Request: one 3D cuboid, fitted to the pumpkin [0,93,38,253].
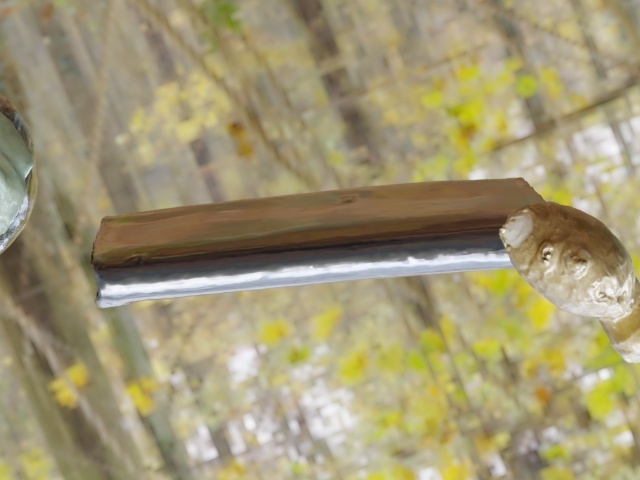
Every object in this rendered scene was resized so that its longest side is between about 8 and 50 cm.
[{"bbox_3d":[-0.398,-0.065,1.926,0.233,0.233,0.163,-20,-148,10],"label":"pumpkin"}]

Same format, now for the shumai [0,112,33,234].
[{"bbox_3d":[-0.346,-0.120,1.320,0.288,0.330,0.292,-20,-172,-40],"label":"shumai"}]

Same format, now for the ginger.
[{"bbox_3d":[0.197,0.032,1.341,0.067,0.165,0.096,-48,-165,1],"label":"ginger"}]

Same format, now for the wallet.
[{"bbox_3d":[0.000,0.001,1.721,0.406,0.062,0.228,-6,-167,-3],"label":"wallet"}]
